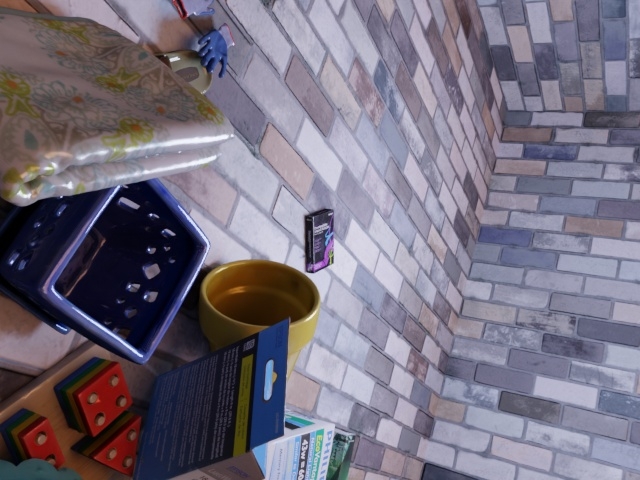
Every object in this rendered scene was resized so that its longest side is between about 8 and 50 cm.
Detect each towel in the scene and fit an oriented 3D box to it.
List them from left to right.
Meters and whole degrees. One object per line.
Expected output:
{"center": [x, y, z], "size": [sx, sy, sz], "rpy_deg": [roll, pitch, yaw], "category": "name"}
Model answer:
{"center": [-0.333, -0.197, 0.800], "size": [0.374, 0.320, 0.090], "rpy_deg": [-25, 150, -56], "category": "towel"}

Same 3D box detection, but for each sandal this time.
{"center": [-0.282, -0.277, 1.087], "size": [0.303, 0.086, 0.120], "rpy_deg": [-46, 134, -46], "category": "sandal"}

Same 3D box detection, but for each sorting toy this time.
{"center": [-0.406, 0.342, 1.009], "size": [0.257, 0.089, 0.256], "rpy_deg": [-41, 131, -50], "category": "sorting toy"}

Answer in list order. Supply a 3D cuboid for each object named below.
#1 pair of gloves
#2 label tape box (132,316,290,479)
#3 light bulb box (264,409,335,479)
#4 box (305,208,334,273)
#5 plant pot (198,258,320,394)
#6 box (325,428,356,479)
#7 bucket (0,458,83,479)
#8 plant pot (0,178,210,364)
{"center": [-0.222, -0.416, 1.177], "size": [0.159, 0.023, 0.198], "rpy_deg": [-70, 146, -51], "category": "pair of gloves"}
{"center": [-0.165, 0.314, 1.098], "size": [0.106, 0.333, 0.241], "rpy_deg": [47, 28, -35], "category": "label tape box"}
{"center": [-0.168, 0.573, 1.342], "size": [0.361, 0.225, 0.358], "rpy_deg": [12, 86, -59], "category": "light bulb box"}
{"center": [0.000, 0.000, 1.701], "size": [0.116, 0.029, 0.162], "rpy_deg": [-24, 116, -56], "category": "box"}
{"center": [-0.140, 0.204, 1.315], "size": [0.254, 0.254, 0.239], "rpy_deg": [-35, 142, -52], "category": "plant pot"}
{"center": [-0.048, 0.624, 1.553], "size": [0.058, 0.232, 0.322], "rpy_deg": [20, 78, -55], "category": "box"}
{"center": [-0.418, 0.460, 0.822], "size": [0.281, 0.183, 0.281], "rpy_deg": [-10, 109, -30], "category": "bucket"}
{"center": [-0.345, 0.023, 0.919], "size": [0.236, 0.212, 0.236], "rpy_deg": [-66, 147, -28], "category": "plant pot"}
